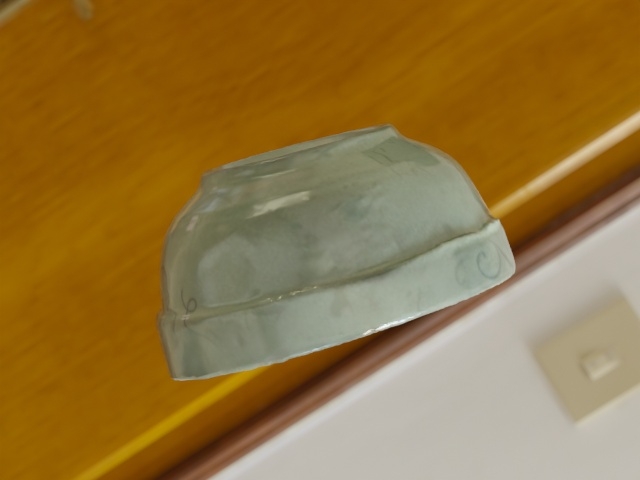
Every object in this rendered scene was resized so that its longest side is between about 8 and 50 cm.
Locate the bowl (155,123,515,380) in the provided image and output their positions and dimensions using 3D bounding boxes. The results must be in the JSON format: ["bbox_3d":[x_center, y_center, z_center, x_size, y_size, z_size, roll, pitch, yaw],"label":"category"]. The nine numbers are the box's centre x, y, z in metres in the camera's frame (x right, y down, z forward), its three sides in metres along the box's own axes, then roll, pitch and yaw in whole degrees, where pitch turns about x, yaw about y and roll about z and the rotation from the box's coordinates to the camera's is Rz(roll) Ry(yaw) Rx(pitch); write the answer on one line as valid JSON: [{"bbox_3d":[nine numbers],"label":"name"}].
[{"bbox_3d":[0.000,0.000,1.493,0.307,0.307,0.163,-43,119,-81],"label":"bowl"}]
